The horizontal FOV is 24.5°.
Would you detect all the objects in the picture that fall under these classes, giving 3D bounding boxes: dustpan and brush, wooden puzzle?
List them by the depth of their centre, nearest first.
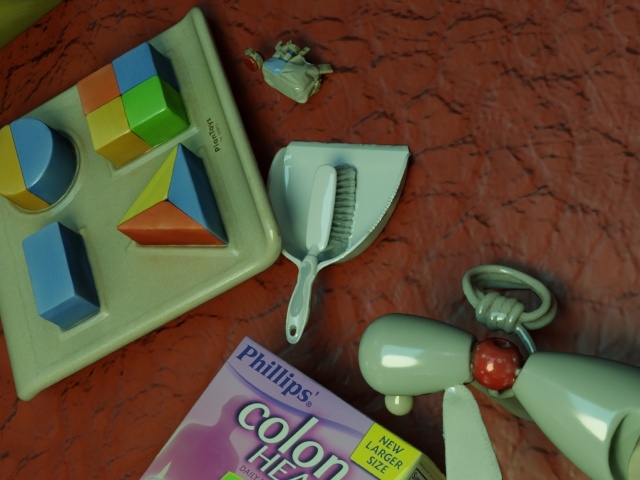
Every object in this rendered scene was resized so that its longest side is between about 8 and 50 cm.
[{"bbox_3d":[0.000,0.000,1.437,0.147,0.060,0.211,4,81,27],"label":"dustpan and brush"},{"bbox_3d":[-0.229,-0.047,1.530,0.348,0.080,0.322,-31,59,18],"label":"wooden puzzle"}]

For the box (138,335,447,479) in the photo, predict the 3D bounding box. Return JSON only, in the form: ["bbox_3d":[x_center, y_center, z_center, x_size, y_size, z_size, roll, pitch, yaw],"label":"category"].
[{"bbox_3d":[-0.043,0.251,1.339,0.213,0.117,0.243,32,78,29],"label":"box"}]

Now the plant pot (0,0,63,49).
[{"bbox_3d":[-0.442,-0.275,1.600,0.212,0.187,0.212,-34,101,16],"label":"plant pot"}]

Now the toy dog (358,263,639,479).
[{"bbox_3d":[0.202,0.165,1.247,0.333,0.220,0.161,25,122,36],"label":"toy dog"}]

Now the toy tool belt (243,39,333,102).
[{"bbox_3d":[-0.032,-0.179,1.508,0.083,0.052,0.051,34,63,25],"label":"toy tool belt"}]
